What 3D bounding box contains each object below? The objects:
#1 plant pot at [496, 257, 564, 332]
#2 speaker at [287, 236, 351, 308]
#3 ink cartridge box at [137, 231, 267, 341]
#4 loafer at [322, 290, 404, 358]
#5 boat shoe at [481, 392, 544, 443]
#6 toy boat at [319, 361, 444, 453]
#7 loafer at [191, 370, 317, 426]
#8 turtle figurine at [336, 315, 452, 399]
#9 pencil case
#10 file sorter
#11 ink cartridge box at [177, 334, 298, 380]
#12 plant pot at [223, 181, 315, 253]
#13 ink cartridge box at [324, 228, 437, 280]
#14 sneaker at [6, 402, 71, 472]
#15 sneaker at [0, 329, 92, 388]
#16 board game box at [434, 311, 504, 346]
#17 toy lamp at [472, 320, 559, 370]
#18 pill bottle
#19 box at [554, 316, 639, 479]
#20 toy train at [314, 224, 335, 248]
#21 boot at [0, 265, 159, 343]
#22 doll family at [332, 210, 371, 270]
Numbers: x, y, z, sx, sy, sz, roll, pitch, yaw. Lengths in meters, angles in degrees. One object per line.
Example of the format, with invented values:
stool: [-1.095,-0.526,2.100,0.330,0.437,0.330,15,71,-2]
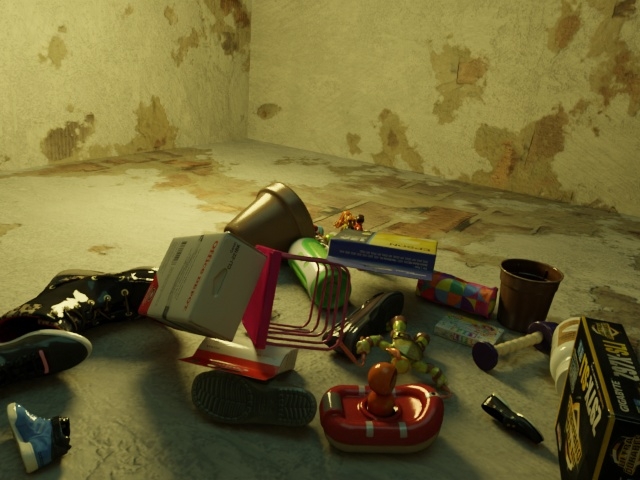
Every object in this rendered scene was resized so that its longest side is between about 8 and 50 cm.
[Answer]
plant pot: [0.564,0.155,1.502,0.167,0.165,0.167,4,20,-1]
speaker: [-0.009,0.090,1.611,0.131,0.131,0.296,-2,21,-18]
ink cartridge box: [-0.259,0.097,1.177,0.114,0.197,0.273,33,-21,-32]
loafer: [0.115,0.196,1.381,0.095,0.109,0.302,11,23,30]
boat shoe: [0.378,0.357,1.077,0.042,0.049,0.133,-35,42,-18]
toy boat: [0.116,0.297,1.016,0.231,0.151,0.151,3,20,-6]
loafer: [-0.127,0.309,1.054,0.251,0.094,0.087,10,-10,10]
turtle figurine: [0.179,0.241,1.232,0.269,0.087,0.217,22,18,7]
pencil case: [0.393,0.148,1.586,0.236,0.104,0.104,19,24,31]
file sorter: [-0.062,0.129,1.259,0.182,0.202,0.290,10,-1,-14]
ink cartridge box: [-0.163,0.236,1.139,0.189,0.066,0.232,9,-10,12]
plant pot: [-0.183,-0.026,1.784,0.229,0.263,0.263,-32,37,-29]
ink cartridge box: [0.184,0.030,1.586,0.303,0.072,0.307,9,9,11]
sneaker: [-0.480,0.324,0.938,0.084,0.058,0.152,-17,33,-35]
sneaker: [-0.603,0.257,1.049,0.295,0.104,0.147,-5,23,-10]
board game box: [0.390,0.239,1.429,0.154,0.026,0.103,16,23,29]
toy lamp: [0.496,0.252,1.343,0.274,0.080,0.080,-8,23,-33]
pill bottle: [0.586,0.274,1.223,0.131,0.131,0.229,13,21,21]
box: [0.462,0.310,0.905,0.079,0.257,0.322,11,21,15]
toy train: [0.000,0.000,1.926,0.143,0.105,0.248,5,14,-43]
boot: [-0.522,0.164,1.263,0.377,0.138,0.284,4,18,8]
doll family: [0.102,-0.014,1.870,0.118,0.163,0.263,3,20,-5]
